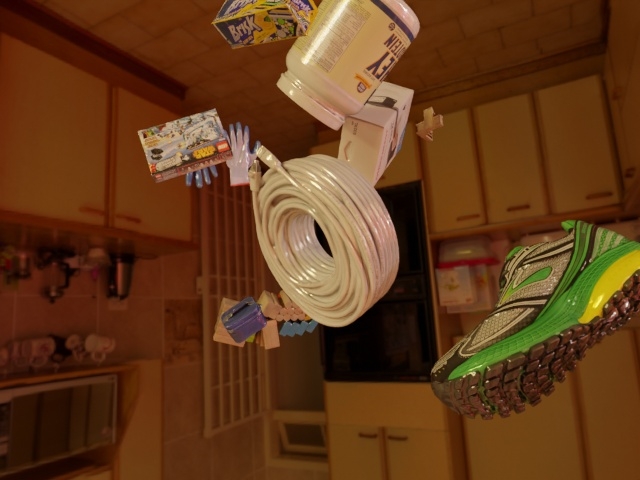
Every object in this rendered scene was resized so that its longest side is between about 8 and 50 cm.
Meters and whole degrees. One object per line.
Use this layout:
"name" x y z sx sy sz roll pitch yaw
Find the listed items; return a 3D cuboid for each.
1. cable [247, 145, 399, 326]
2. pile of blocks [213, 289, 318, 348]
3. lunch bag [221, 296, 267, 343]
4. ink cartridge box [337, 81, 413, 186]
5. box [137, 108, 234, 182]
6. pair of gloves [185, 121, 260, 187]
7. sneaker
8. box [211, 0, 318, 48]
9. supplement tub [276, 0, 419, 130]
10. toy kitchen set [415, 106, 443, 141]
"cable" 0.000 0.000 0.703 0.089 0.257 0.257 -28 -132 -37
"pile of blocks" -0.119 0.204 1.294 0.362 0.149 0.112 -7 -162 -13
"lunch bag" -0.175 0.177 1.064 0.098 0.065 0.067 -34 -147 -10
"ink cartridge box" 0.176 -0.341 1.481 0.129 0.307 0.223 21 133 15
"box" -0.227 -0.161 0.783 0.137 0.094 0.027 -20 159 -11
"pair of gloves" -0.236 -0.200 1.075 0.198 0.159 0.023 -4 173 -15
"sneaker" 0.272 0.096 0.598 0.343 0.134 0.146 -31 -138 -18
"box" -0.090 -0.352 0.729 0.168 0.054 0.059 9 157 38
"supplement tub" 0.062 -0.468 1.161 0.325 0.235 0.235 -52 150 17
"toy kitchen set" 0.349 -0.362 1.437 0.083 0.068 0.075 -16 157 40
